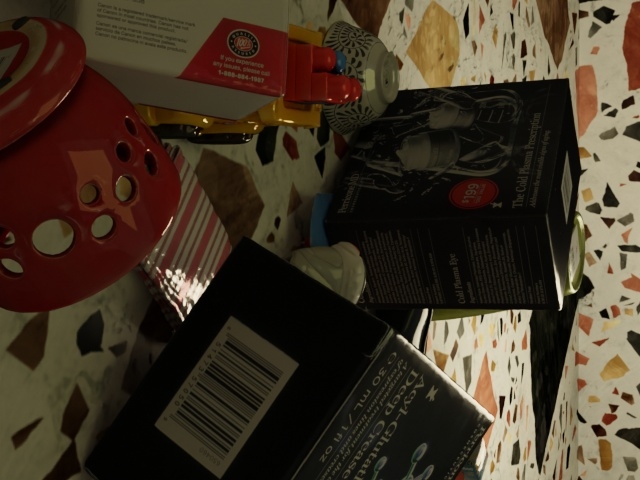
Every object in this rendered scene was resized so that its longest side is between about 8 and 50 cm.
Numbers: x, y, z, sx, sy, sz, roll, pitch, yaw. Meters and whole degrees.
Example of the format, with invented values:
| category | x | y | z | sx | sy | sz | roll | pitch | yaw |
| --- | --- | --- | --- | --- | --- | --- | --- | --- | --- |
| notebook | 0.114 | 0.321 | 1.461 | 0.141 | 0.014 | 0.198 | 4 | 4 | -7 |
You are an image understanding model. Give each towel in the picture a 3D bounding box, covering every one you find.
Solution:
| category | x | y | z | sx | sy | sz | roll | pitch | yaw |
| --- | --- | --- | --- | --- | --- | --- | --- | --- | --- |
| towel | -0.158 | 0.006 | 1.219 | 0.197 | 0.029 | 0.144 | 67 | 35 | -48 |

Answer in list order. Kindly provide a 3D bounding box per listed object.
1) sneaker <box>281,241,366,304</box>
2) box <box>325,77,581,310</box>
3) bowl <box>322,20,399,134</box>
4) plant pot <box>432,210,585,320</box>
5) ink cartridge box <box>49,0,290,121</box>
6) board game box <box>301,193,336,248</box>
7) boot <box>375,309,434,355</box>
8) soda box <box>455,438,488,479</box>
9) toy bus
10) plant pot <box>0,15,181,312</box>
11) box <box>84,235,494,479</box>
| category | x | y | z | sx | sy | sz | roll | pitch | yaw |
| --- | --- | --- | --- | --- | --- | --- | --- | --- | --- |
| sneaker | -0.031 | 0.123 | 1.453 | 0.121 | 0.099 | 0.262 | 2 | 107 | -30 |
| box | 0.210 | -0.071 | 1.629 | 0.343 | 0.313 | 0.179 | -69 | 149 | -47 |
| bowl | 0.068 | -0.240 | 1.614 | 0.170 | 0.080 | 0.170 | 3 | 90 | -66 |
| plant pot | 0.294 | 0.016 | 1.874 | 0.275 | 0.294 | 0.274 | 3 | 90 | -65 |
| ink cartridge box | -0.135 | -0.266 | 1.005 | 0.197 | 0.114 | 0.272 | 8 | 80 | -27 |
| board game box | 0.000 | 0.000 | 1.553 | 0.169 | 0.033 | 0.133 | -8 | 96 | -71 |
| boot | 0.110 | 0.165 | 1.728 | 0.207 | 0.094 | 0.246 | -46 | 139 | -60 |
| soda box | 0.179 | 0.350 | 1.792 | 0.063 | 0.183 | 0.058 | -64 | 147 | -37 |
| toy bus | -0.074 | -0.176 | 1.161 | 0.220 | 0.212 | 0.149 | -5 | 98 | -63 |
| plant pot | -0.231 | -0.064 | 0.865 | 0.174 | 0.191 | 0.191 | 60 | 40 | -40 |
| box | -0.013 | 0.223 | 1.221 | 0.293 | 0.212 | 0.395 | -56 | 149 | -5 |
